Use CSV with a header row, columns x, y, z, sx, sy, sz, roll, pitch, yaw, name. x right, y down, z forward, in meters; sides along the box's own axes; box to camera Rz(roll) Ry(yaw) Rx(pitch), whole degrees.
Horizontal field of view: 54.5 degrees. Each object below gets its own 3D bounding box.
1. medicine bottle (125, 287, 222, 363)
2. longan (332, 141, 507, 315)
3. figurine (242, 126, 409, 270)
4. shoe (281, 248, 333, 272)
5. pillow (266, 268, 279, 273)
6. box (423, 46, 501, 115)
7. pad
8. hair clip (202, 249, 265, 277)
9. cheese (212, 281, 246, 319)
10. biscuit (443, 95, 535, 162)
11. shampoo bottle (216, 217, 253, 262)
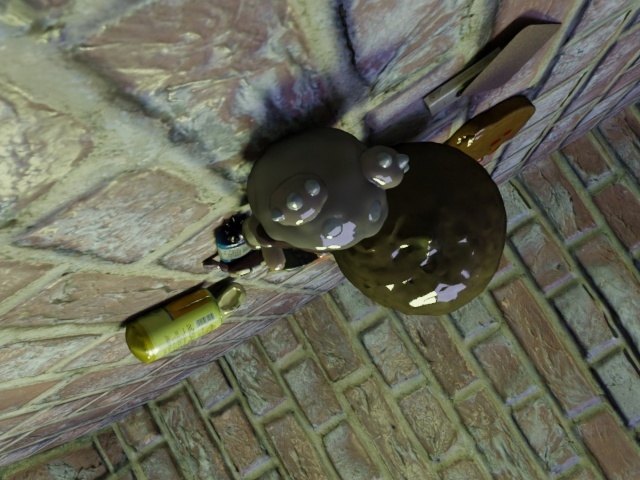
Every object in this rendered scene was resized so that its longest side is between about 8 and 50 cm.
x,y,z,sx,sy,sz,roll,pitch,yaw,name
-0.378,0.217,1.584,0.239,0.124,0.124,-25,168,-30,medicine bottle
0.207,-0.022,1.357,0.391,0.391,0.391,-30,170,-6,longan
-0.028,-0.067,1.050,0.248,0.203,0.380,-19,178,-26,figurine
0.000,0.000,1.633,0.336,0.132,0.171,-25,174,-22,shoe
-0.073,0.061,1.931,0.148,0.050,0.230,-26,171,14,pillow
0.280,-0.306,1.212,0.167,0.024,0.090,-33,172,11,box
0.376,-0.354,1.215,0.266,0.002,0.176,-27,164,-51,pad
-0.157,0.034,1.426,0.146,0.056,0.187,9,-143,46,hair clip
-0.293,0.183,1.781,0.137,0.064,0.227,-43,-170,-30,cheese
0.435,-0.271,1.761,0.381,0.074,0.359,-41,165,33,biscuit
-0.175,-0.002,1.291,0.087,0.050,0.183,-26,170,-12,shampoo bottle
